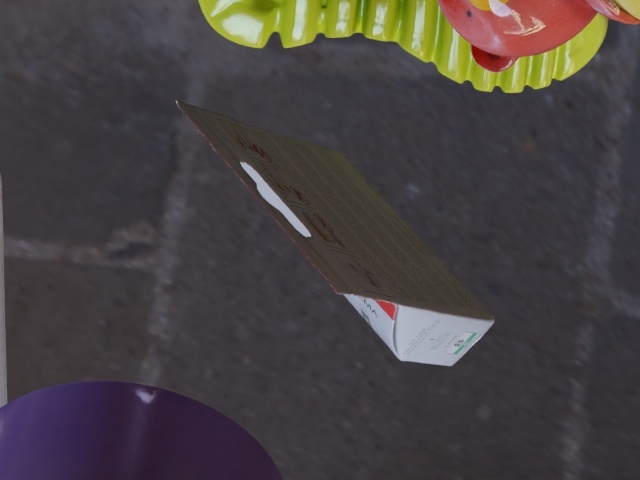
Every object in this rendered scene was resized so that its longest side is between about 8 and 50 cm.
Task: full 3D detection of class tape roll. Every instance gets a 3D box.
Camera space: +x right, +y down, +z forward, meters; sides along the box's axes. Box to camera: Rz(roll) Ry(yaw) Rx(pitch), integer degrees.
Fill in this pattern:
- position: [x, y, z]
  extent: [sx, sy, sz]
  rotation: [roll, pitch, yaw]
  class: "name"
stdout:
- position: [-0.114, 0.171, 1.105]
  extent: [0.189, 0.189, 0.080]
  rotation: [-10, 38, 16]
  class: "tape roll"

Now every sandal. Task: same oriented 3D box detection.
- position: [0.069, -0.208, 1.553]
  extent: [0.317, 0.138, 0.126]
  rotation: [13, 126, -2]
  class: "sandal"

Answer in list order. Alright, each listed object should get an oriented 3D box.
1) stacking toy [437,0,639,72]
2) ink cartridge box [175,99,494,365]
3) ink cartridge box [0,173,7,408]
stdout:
- position: [0.050, -0.238, 0.950]
  extent: [0.130, 0.279, 0.309]
  rotation: [-22, 76, 33]
  class: "stacking toy"
- position: [0.000, 0.000, 1.317]
  extent: [0.056, 0.224, 0.181]
  rotation: [-50, 64, 17]
  class: "ink cartridge box"
- position: [-0.376, 0.145, 1.412]
  extent: [0.285, 0.166, 0.395]
  rotation: [-2, 95, -20]
  class: "ink cartridge box"
